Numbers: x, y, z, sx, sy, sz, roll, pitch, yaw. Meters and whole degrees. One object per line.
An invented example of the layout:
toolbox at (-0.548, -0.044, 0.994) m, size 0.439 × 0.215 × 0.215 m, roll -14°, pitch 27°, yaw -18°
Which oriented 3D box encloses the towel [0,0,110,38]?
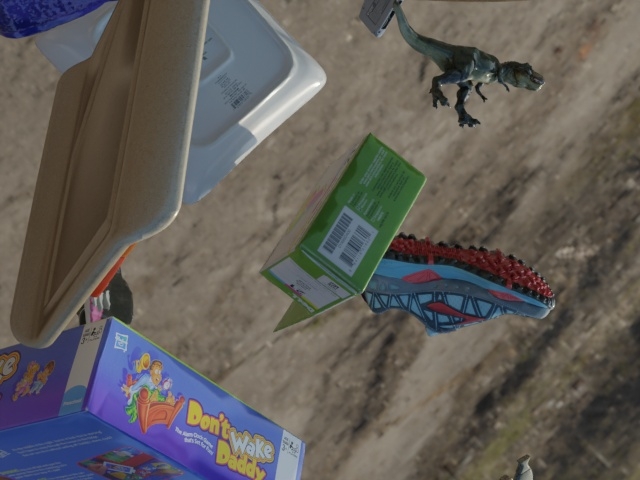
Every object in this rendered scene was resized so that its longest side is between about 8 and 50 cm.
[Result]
towel at (-0.241, -0.320, 1.031) m, size 0.227 × 0.076 × 0.308 m, roll -18°, pitch 160°, yaw -6°

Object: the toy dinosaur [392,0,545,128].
toy dinosaur at (0.195, -0.231, 1.550) m, size 0.268 × 0.064 × 0.118 m, roll 18°, pitch 75°, yaw -30°

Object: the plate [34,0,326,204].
plate at (-0.159, -0.230, 1.369) m, size 0.277 × 0.278 × 0.045 m, roll -45°, pitch -173°, yaw -26°

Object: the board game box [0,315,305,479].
board game box at (-0.221, 0.185, 0.944) m, size 0.347 × 0.078 × 0.233 m, roll -17°, pitch 138°, yaw 34°

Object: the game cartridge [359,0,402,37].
game cartridge at (0.089, -0.344, 1.601) m, size 0.017 × 0.056 × 0.083 m, roll -8°, pitch 142°, yaw -44°

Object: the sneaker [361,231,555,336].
sneaker at (0.181, 0.072, 1.490) m, size 0.104 × 0.262 × 0.125 m, roll -68°, pitch 170°, yaw -62°

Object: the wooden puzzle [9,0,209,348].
wooden puzzle at (-0.123, -0.063, 0.674) m, size 0.044 × 0.221 × 0.238 m, roll 16°, pitch 153°, yaw -25°

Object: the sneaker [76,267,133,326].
sneaker at (-0.273, 0.057, 1.311) m, size 0.077 × 0.178 × 0.072 m, roll -30°, pitch 135°, yaw 24°

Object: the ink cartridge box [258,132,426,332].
ink cartridge box at (0.000, 0.000, 1.403) m, size 0.189 × 0.097 × 0.255 m, roll -58°, pitch -167°, yaw -28°

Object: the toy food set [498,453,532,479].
toy food set at (0.222, 0.312, 1.270) m, size 0.078 × 0.019 × 0.122 m, roll -30°, pitch 127°, yaw -25°
